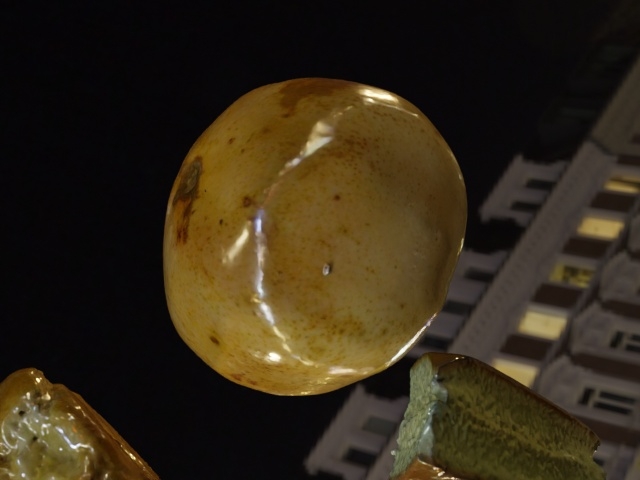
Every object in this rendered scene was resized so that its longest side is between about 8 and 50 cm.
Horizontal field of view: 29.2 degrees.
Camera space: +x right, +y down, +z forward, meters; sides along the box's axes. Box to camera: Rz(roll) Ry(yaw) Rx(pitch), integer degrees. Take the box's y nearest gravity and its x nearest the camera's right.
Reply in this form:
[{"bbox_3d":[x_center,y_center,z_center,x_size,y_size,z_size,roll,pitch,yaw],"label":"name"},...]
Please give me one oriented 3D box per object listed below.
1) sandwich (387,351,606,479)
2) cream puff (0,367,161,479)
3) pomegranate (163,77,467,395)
[{"bbox_3d":[0.119,0.149,0.900,0.258,0.096,0.094,31,-116,-47],"label":"sandwich"},{"bbox_3d":[-0.373,0.361,1.763,0.231,0.327,0.343,-43,-76,-7],"label":"cream puff"},{"bbox_3d":[0.000,0.000,1.552,0.417,0.417,0.416,-20,-65,-52],"label":"pomegranate"}]
